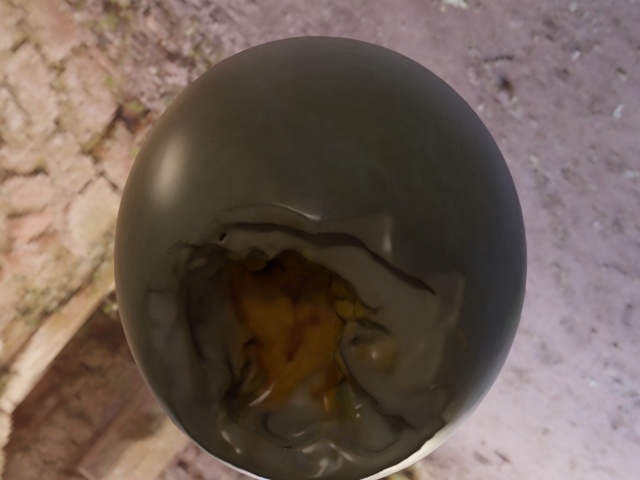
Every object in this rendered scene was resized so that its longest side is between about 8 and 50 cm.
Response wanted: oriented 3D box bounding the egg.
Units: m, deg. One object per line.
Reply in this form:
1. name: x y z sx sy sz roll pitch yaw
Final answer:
1. egg: 0.000 0.000 0.878 0.278 0.278 0.336 44 -161 -16
